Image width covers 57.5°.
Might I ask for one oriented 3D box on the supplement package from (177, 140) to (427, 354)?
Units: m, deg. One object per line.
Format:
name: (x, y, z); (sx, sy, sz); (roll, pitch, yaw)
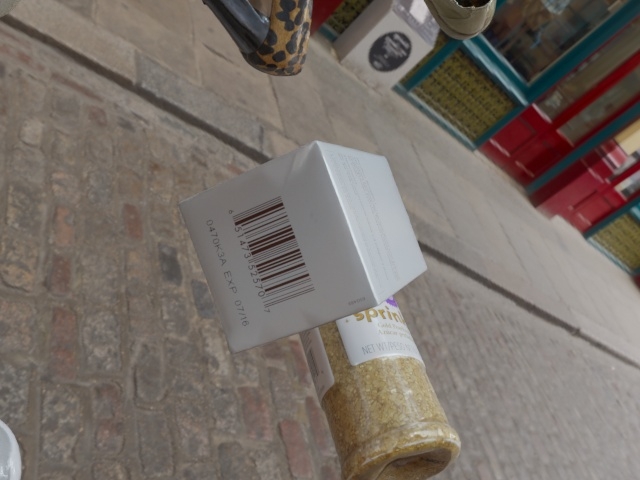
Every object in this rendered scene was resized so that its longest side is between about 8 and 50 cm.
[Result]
supplement package: (0.000, 0.000, 0.426); (0.105, 0.105, 0.179); (69, 20, 3)

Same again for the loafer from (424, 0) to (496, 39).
loafer: (0.130, -0.368, 0.696); (0.268, 0.102, 0.092); (47, 0, -11)

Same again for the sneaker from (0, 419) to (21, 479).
sneaker: (-0.304, 0.149, 0.285); (0.281, 0.115, 0.105); (-5, 81, -21)

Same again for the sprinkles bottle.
sprinkles bottle: (0.031, 0.090, 0.656); (0.121, 0.121, 0.356); (25, 32, -40)

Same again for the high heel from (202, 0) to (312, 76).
high heel: (-0.008, -0.300, 0.585); (0.093, 0.261, 0.186); (44, 1, 38)

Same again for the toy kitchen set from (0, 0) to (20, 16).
toy kitchen set: (-0.296, -0.215, 0.331); (0.207, 0.166, 0.122); (-17, 35, -32)
